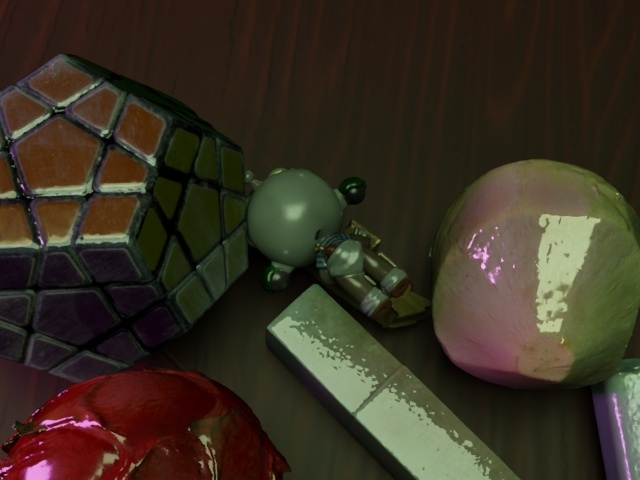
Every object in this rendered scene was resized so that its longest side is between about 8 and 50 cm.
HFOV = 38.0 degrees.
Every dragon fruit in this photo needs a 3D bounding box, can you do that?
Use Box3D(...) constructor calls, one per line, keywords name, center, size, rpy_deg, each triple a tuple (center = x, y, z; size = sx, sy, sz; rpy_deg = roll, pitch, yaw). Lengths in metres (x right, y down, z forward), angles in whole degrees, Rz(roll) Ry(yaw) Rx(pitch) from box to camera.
Box3D(name="dragon fruit", center=(-0.153, 0.226, 0.814), size=(0.252, 0.241, 0.241), rpy_deg=(-6, 68, 14))

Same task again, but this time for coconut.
Box3D(name="coconut", center=(0.207, 0.037, 0.900), size=(0.197, 0.237, 0.237), rpy_deg=(18, 68, -1))

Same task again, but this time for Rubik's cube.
Box3D(name="Rubik's cube", center=(-0.222, -0.023, 0.884), size=(0.264, 0.319, 0.319), rpy_deg=(-11, 67, -35))

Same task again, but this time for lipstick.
Box3D(name="lipstick", center=(0.099, 0.201, 0.916), size=(0.076, 0.080, 0.371), rpy_deg=(-42, 76, -17))

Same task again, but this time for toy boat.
Box3D(name="toy boat", center=(0.033, 0.019, 0.996), size=(0.206, 0.064, 0.072), rpy_deg=(38, 54, 11))

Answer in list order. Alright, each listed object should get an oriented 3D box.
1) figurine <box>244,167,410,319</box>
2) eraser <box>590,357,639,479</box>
Box3D(name="figurine", center=(0.000, 0.000, 0.916), size=(0.197, 0.093, 0.147), rpy_deg=(41, 87, 14))
Box3D(name="eraser", center=(0.376, 0.260, 0.897), size=(0.189, 0.104, 0.290), rpy_deg=(0, 69, -9))
